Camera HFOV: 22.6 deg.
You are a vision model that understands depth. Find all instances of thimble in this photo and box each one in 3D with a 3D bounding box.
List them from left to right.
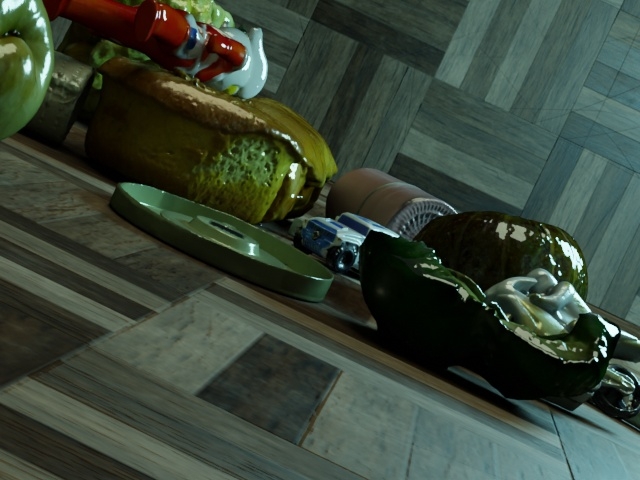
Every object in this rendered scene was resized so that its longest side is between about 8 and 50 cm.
[{"bbox_3d":[-0.322,-0.173,1.869,0.090,0.102,0.115,24,-2,-4],"label":"thimble"}]

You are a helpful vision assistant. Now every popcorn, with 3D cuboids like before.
[{"bbox_3d":[-0.256,-0.278,2.372,0.237,0.293,0.293,42,-2,-22],"label":"popcorn"}]

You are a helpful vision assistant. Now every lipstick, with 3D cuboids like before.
[{"bbox_3d":[0.000,0.000,2.096,0.025,0.025,0.107,29,1,40],"label":"lipstick"}]

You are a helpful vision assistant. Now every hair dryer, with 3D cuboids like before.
[{"bbox_3d":[0.179,0.034,2.258,0.352,0.125,0.210,34,-1,-27],"label":"hair dryer"}]

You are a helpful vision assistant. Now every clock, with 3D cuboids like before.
[{"bbox_3d":[-0.097,-0.002,1.596,0.235,0.029,0.235,25,5,-2],"label":"clock"}]

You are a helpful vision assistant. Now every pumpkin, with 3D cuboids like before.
[{"bbox_3d":[0.197,0.055,1.821,0.219,0.162,0.219,5,-11,1],"label":"pumpkin"}]

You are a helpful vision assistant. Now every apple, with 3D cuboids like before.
[{"bbox_3d":[-0.329,-0.174,1.399,0.200,0.200,0.200,25,5,-2],"label":"apple"}]

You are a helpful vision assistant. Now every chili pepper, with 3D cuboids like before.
[{"bbox_3d":[0.144,0.086,1.524,0.264,0.116,0.148,25,17,5],"label":"chili pepper"}]

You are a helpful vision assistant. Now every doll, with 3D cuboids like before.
[{"bbox_3d":[-0.174,-0.240,1.941,0.188,0.099,0.384,15,3,26],"label":"doll"}]

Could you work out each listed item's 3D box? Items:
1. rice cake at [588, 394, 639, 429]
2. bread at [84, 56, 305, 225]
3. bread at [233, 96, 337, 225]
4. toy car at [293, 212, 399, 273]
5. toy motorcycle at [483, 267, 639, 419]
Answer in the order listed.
[{"bbox_3d":[0.361,0.196,1.771,0.207,0.033,0.033,30,5,41],"label":"rice cake"},{"bbox_3d":[-0.156,-0.117,1.886,0.268,0.146,0.268,25,1,0],"label":"bread"},{"bbox_3d":[-0.081,-0.115,2.177,0.195,0.149,0.344,25,5,5],"label":"bread"},{"bbox_3d":[0.051,0.010,1.972,0.170,0.070,0.080,19,7,-45],"label":"toy car"},{"bbox_3d":[0.242,0.100,1.669,0.228,0.151,0.074,19,-39,-15],"label":"toy motorcycle"}]
